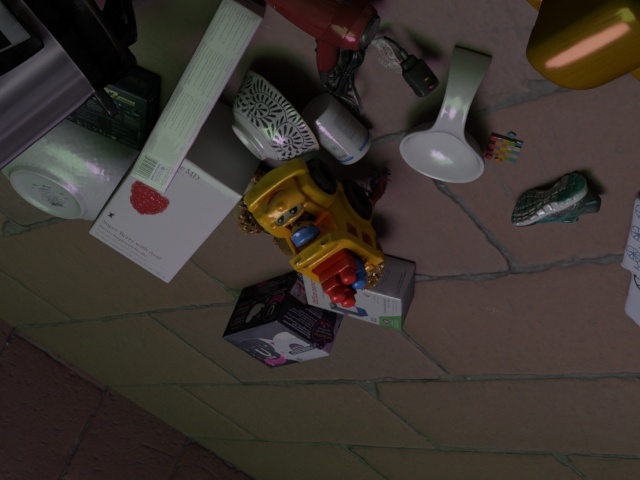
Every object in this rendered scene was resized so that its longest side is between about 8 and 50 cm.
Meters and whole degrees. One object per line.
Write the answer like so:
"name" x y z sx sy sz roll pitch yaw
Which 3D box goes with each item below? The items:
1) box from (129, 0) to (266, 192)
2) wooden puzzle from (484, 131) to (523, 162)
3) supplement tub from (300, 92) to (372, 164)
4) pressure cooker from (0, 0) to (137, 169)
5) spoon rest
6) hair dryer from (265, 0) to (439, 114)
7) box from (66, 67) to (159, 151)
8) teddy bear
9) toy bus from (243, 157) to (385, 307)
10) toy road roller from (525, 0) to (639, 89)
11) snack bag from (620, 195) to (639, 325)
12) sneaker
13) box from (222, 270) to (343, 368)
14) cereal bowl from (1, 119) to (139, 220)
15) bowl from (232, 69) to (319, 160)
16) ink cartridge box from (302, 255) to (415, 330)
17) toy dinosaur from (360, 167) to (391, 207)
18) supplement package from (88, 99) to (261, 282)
"box" -0.186 -0.219 1.391 0.067 0.063 0.324 27 115 -12
"wooden puzzle" 0.284 -0.142 1.439 0.049 0.006 0.083 18 152 9
"supplement tub" 0.026 -0.178 1.493 0.071 0.071 0.107 -10 138 45
"pressure cooker" -0.484 -0.308 1.290 0.375 0.420 0.370 47 172 31
"spoon rest" 0.191 -0.164 1.387 0.137 0.084 0.276 18 151 8
"hair dryer" 0.007 -0.278 1.316 0.293 0.080 0.224 45 151 -26
"box" -0.407 -0.266 1.660 0.233 0.059 0.183 23 154 -1
"teddy bear" -0.022 -0.035 1.762 0.338 0.113 0.245 18 140 17
"toy bus" 0.000 0.000 1.518 0.149 0.211 0.220 -34 141 23
"toy road roller" 0.346 -0.241 0.969 0.330 0.240 0.202 34 150 -21
"snack bag" 0.595 0.126 1.461 0.323 0.037 0.342 50 165 33
"sneaker" 0.376 -0.048 1.484 0.076 0.065 0.166 30 153 -23
"box" -0.084 0.189 2.141 0.163 0.142 0.247 36 150 -23
"cereal bowl" -0.518 -0.145 1.870 0.339 0.141 0.339 16 151 10
"bowl" -0.088 -0.181 1.481 0.170 0.080 0.170 47 173 8
"ink cartridge box" 0.078 0.090 1.905 0.213 0.093 0.154 17 153 13
"toy dinosaur" 0.090 -0.083 1.615 0.047 0.090 0.082 12 108 -2
"supplement package" -0.248 -0.097 1.635 0.178 0.175 0.293 34 134 -12
